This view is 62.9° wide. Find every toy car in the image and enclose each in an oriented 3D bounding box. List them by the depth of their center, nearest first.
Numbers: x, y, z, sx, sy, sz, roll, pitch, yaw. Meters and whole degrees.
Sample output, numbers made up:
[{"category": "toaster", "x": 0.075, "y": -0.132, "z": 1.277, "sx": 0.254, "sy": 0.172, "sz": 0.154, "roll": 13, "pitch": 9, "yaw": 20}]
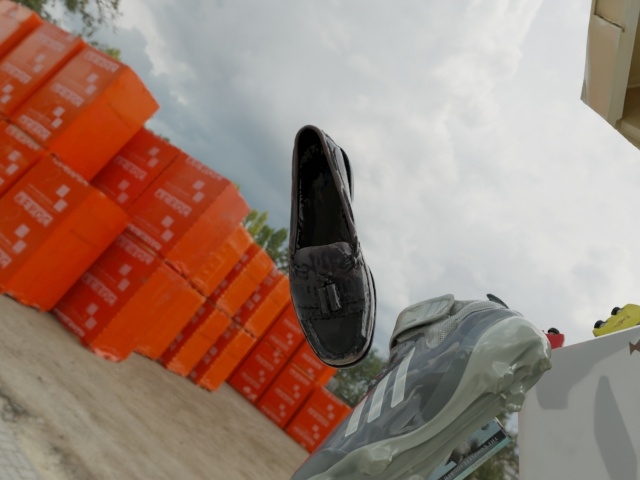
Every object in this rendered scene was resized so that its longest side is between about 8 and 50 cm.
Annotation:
[{"category": "toy car", "x": 0.436, "y": 0.206, "z": 0.839, "sx": 0.224, "sy": 0.239, "sz": 0.053, "roll": -81, "pitch": 153, "yaw": -57}]

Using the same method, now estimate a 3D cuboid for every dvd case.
[{"category": "dvd case", "x": 0.095, "y": 0.148, "z": 0.453, "sx": 0.013, "sy": 0.087, "sz": 0.119, "roll": 39, "pitch": 13, "yaw": -39}]

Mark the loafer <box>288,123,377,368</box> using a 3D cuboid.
[{"category": "loafer", "x": 0.000, "y": 0.000, "z": 0.637, "sx": 0.109, "sy": 0.302, "sz": 0.095, "roll": -11, "pitch": -22, "yaw": 12}]

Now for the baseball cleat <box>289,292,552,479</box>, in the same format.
[{"category": "baseball cleat", "x": 0.057, "y": 0.113, "z": 0.369, "sx": 0.072, "sy": 0.206, "sz": 0.109, "roll": 62, "pitch": -6, "yaw": -30}]

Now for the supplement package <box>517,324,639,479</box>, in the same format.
[{"category": "supplement package", "x": 0.342, "y": 0.194, "z": 0.441, "sx": 0.293, "sy": 0.177, "sz": 0.175, "roll": 14, "pitch": -24, "yaw": -12}]

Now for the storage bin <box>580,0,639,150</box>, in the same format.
[{"category": "storage bin", "x": 0.329, "y": -0.207, "z": 0.330, "sx": 0.123, "sy": 0.261, "sz": 0.262, "roll": -96, "pitch": 174, "yaw": -53}]
